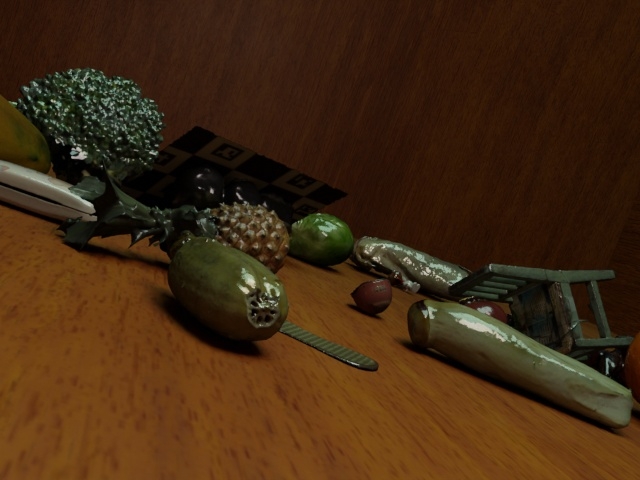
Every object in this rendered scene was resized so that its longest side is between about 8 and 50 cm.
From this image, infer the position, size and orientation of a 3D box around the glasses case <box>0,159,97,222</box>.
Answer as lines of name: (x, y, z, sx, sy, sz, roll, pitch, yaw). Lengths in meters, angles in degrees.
glasses case: (-0.381, -0.066, 0.940, 0.204, 0.051, 0.081, 20, 5, -10)

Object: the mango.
mango: (-0.509, -0.163, 1.006, 0.175, 0.139, 0.254, 30, -6, 30)

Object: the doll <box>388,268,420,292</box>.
doll: (0.200, 0.103, 1.733, 0.058, 0.040, 0.085, 30, 0, -21)

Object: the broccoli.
broccoli: (-0.411, -0.158, 1.218, 0.263, 0.246, 0.243, -6, -18, -28)

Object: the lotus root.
lotus root: (-0.099, 0.043, 0.694, 0.090, 0.077, 0.183, 26, 2, -41)

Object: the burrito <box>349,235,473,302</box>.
burrito: (0.238, 0.073, 1.847, 0.348, 0.107, 0.175, 18, 5, 3)

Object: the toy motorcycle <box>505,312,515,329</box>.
toy motorcycle: (0.376, 0.172, 1.363, 0.213, 0.084, 0.118, 16, 12, 9)

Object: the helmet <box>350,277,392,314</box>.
helmet: (0.085, 0.095, 1.143, 0.065, 0.049, 0.084, -12, -17, -14)

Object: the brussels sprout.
brussels sprout: (0.002, -0.003, 1.584, 0.155, 0.117, 0.155, 27, 11, -6)

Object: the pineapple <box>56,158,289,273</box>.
pineapple: (-0.178, -0.018, 0.898, 0.277, 0.119, 0.130, 15, 25, -38)

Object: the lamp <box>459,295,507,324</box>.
lamp: (0.251, 0.136, 1.151, 0.101, 0.090, 0.101, -13, -8, -2)

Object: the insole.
insole: (-0.048, 0.093, 0.808, 0.253, 0.005, 0.086, 22, 5, 20)

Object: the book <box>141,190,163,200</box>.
book: (-0.303, -0.076, 1.492, 0.231, 0.026, 0.157, 19, -5, -40)

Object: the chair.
chair: (0.373, 0.132, 1.208, 0.271, 0.147, 0.136, 3, -22, -23)

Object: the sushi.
sushi: (-0.173, -0.047, 1.352, 0.373, 0.100, 0.296, 21, -34, -40)

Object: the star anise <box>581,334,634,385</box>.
star anise: (0.598, 0.236, 1.464, 0.272, 0.102, 0.272, 18, 2, -1)

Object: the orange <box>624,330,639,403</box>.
orange: (0.577, 0.220, 1.092, 0.224, 0.170, 0.224, 18, 16, -5)

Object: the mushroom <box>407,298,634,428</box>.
mushroom: (0.264, 0.159, 0.966, 0.312, 0.081, 0.100, 23, 10, 10)
